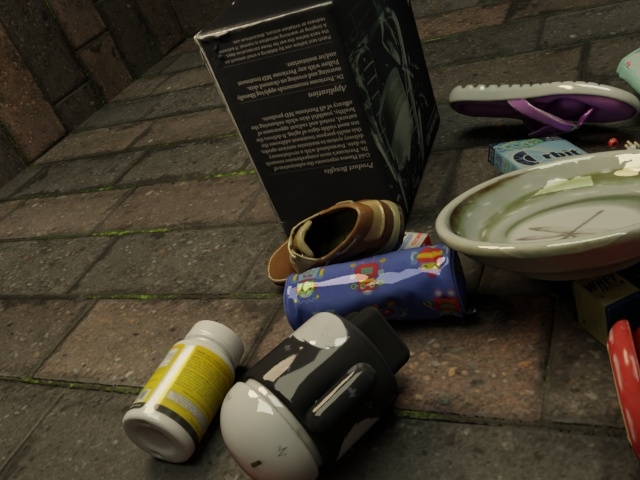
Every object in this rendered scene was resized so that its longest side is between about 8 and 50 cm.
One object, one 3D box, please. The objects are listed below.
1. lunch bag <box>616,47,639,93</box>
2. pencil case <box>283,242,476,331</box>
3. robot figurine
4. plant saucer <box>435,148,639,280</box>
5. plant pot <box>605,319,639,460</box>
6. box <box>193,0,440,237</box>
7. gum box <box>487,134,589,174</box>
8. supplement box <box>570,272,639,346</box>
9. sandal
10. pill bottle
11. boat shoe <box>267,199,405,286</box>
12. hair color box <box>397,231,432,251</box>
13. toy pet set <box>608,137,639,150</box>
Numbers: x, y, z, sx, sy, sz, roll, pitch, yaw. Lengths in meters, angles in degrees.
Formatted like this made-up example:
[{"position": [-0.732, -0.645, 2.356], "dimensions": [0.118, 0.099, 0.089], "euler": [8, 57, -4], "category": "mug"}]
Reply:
[{"position": [0.738, -0.317, 1.219], "dimensions": [0.263, 0.160, 0.223], "euler": [-10, 35, 9], "category": "lunch bag"}, {"position": [0.095, 0.087, 1.047], "dimensions": [0.306, 0.133, 0.119], "euler": [-12, 54, 18], "category": "pencil case"}, {"position": [-0.005, 0.214, 0.878], "dimensions": [0.278, 0.209, 0.174], "euler": [-38, 52, -24], "category": "robot figurine"}, {"position": [0.379, -0.029, 0.945], "dimensions": [0.401, 0.100, 0.400], "euler": [-16, 17, 5], "category": "plant saucer"}, {"position": [0.419, 0.156, 0.691], "dimensions": [0.174, 0.191, 0.191], "euler": [-14, 33, 25], "category": "plant pot"}, {"position": [0.037, -0.338, 1.380], "dimensions": [0.298, 0.471, 0.479], "euler": [-4, 36, 25], "category": "box"}, {"position": [0.436, -0.145, 1.218], "dimensions": [0.157, 0.041, 0.184], "euler": [-9, 30, -10], "category": "gum box"}, {"position": [0.402, 0.094, 0.884], "dimensions": [0.056, 0.083, 0.083], "euler": [-24, 31, -5], "category": "supplement box"}, {"position": [0.459, -0.262, 1.342], "dimensions": [0.416, 0.169, 0.102], "euler": [14, 90, 46], "category": "sandal"}, {"position": [-0.211, 0.235, 1.016], "dimensions": [0.119, 0.119, 0.208], "euler": [-2, 37, 29], "category": "pill bottle"}, {"position": [0.000, 0.000, 1.132], "dimensions": [0.324, 0.120, 0.122], "euler": [-28, 61, 42], "category": "boat shoe"}, {"position": [0.115, 0.027, 1.187], "dimensions": [0.167, 0.053, 0.093], "euler": [4, 42, 37], "category": "hair color box"}, {"position": [0.537, -0.106, 1.093], "dimensions": [0.114, 0.122, 0.065], "euler": [0, 42, -14], "category": "toy pet set"}]
